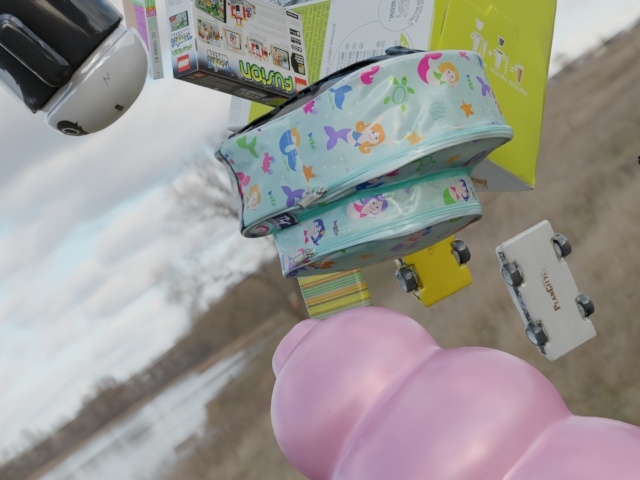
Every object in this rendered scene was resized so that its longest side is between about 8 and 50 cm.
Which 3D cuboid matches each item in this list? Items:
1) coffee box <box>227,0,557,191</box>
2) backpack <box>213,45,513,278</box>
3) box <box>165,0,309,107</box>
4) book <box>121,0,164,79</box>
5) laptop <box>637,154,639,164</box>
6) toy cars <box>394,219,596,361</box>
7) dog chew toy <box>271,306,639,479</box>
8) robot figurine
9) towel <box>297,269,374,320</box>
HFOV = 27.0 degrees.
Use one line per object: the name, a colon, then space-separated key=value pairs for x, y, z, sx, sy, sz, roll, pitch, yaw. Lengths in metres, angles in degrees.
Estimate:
coffee box: x=0.115 y=-0.272 z=1.934 sx=0.334 sy=0.338 sz=0.338 roll=1 pitch=-14 yaw=36
backpack: x=0.053 y=-0.078 z=1.273 sx=0.225 sy=0.191 sz=0.253 roll=-11 pitch=-17 yaw=-47
box: x=-0.088 y=-0.216 z=1.467 sx=0.036 sy=0.114 sz=0.207 roll=-14 pitch=-13 yaw=33
book: x=-0.290 y=-0.345 z=2.181 sx=0.035 sy=0.144 sz=0.096 roll=-15 pitch=29 yaw=-23
laptop: x=0.521 y=0.084 z=1.099 sx=0.382 sy=0.407 sz=0.236 roll=-15 pitch=-7 yaw=41
toy cars: x=0.216 y=0.028 z=1.840 sx=0.176 sy=0.394 sz=0.087 roll=-67 pitch=19 yaw=-3
dog chew toy: x=0.104 y=0.166 z=0.880 sx=0.206 sy=0.332 sz=0.206 roll=-45 pitch=-20 yaw=-21
robot figurine: x=-0.345 y=-0.254 z=1.656 sx=0.173 sy=0.278 sz=0.209 roll=-35 pitch=16 yaw=47
towel: x=0.000 y=0.000 z=1.752 sx=0.102 sy=0.237 sz=0.021 roll=-19 pitch=-1 yaw=38
